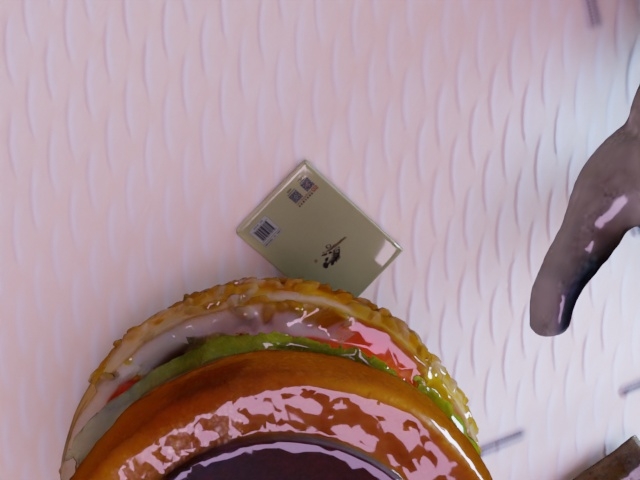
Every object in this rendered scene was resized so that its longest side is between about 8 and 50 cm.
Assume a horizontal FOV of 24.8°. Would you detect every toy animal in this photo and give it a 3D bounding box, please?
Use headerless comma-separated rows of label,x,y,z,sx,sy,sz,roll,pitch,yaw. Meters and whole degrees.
toy animal,0.312,-0.081,1.061,0.303,0.194,0.344,-3,97,-35

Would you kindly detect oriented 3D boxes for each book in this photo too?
book,0.000,0.000,1.122,0.077,0.014,0.111,-46,112,7

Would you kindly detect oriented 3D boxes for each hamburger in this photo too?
hamburger,-0.033,0.197,1.050,0.330,0.250,0.330,-2,105,-6

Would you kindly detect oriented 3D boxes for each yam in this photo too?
yam,0.194,0.260,1.238,0.241,0.057,0.057,-44,113,3
